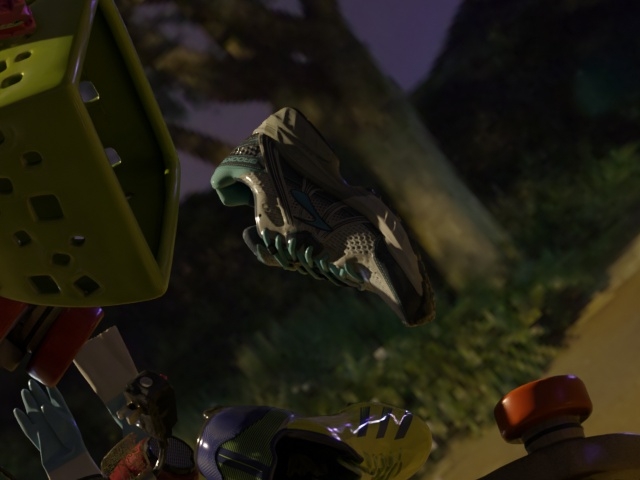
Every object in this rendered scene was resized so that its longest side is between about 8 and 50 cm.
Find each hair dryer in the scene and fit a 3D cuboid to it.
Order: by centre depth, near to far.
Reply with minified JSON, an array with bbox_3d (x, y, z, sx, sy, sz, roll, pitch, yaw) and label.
[{"bbox_3d":[-0.208,0.234,1.328,0.224,0.080,0.293,-28,-39,-15],"label":"hair dryer"}]

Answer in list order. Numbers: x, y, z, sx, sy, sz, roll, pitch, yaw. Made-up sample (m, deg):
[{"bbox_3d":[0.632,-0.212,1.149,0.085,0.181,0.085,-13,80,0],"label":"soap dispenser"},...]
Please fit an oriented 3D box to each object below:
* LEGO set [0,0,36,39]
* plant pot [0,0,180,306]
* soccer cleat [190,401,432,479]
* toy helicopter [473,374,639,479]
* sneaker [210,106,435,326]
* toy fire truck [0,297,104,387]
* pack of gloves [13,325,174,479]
[{"bbox_3d":[-0.331,-0.190,1.162,0.227,0.087,0.093,-17,-9,-23],"label":"LEGO set"},{"bbox_3d":[-0.260,-0.072,1.354,0.207,0.227,0.228,-15,33,8],"label":"plant pot"},{"bbox_3d":[0.014,0.199,1.376,0.289,0.121,0.093,8,-82,-46],"label":"soccer cleat"},{"bbox_3d":[0.152,0.265,1.405,0.355,0.140,0.235,-30,-28,23],"label":"toy helicopter"},{"bbox_3d":[0.000,0.000,1.464,0.122,0.283,0.110,-35,-36,-12],"label":"sneaker"},{"bbox_3d":[-0.370,0.135,1.634,0.254,0.169,0.302,-57,5,-7],"label":"toy fire truck"},{"bbox_3d":[-0.319,0.271,2.206,0.195,0.232,0.046,-32,-18,5],"label":"pack of gloves"}]
